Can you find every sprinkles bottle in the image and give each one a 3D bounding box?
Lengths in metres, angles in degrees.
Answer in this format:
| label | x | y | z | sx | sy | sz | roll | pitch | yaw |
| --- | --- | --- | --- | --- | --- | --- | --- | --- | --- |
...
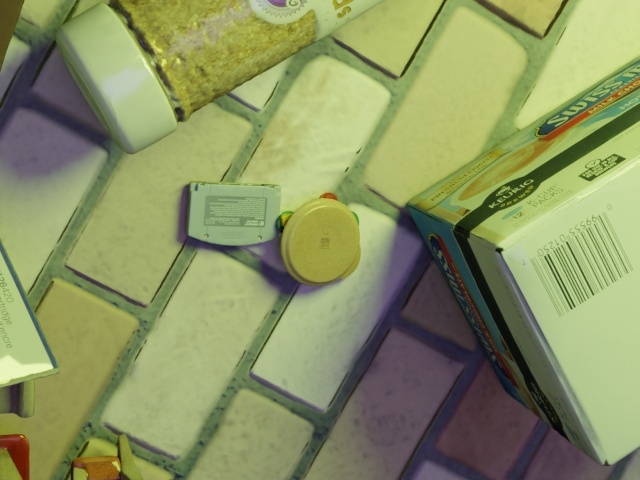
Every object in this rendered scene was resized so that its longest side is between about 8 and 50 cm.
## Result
| label | x | y | z | sx | sy | sz | roll | pitch | yaw |
| --- | --- | --- | --- | --- | --- | --- | --- | --- | --- |
| sprinkles bottle | -0.041 | -0.210 | 1.330 | 0.355 | 0.121 | 0.121 | -32 | 109 | -9 |

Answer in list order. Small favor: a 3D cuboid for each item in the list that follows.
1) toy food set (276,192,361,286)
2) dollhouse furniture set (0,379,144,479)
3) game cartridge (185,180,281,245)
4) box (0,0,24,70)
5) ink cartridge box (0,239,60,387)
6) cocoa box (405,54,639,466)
| label | x | y | z | sx | sy | sz | roll | pitch | yaw |
| --- | --- | --- | --- | --- | --- | --- | --- | --- | --- |
| toy food set | 0.000 | 0.000 | 1.434 | 0.083 | 0.020 | 0.082 | -15 | 109 | -25 |
| dollhouse furniture set | -0.288 | 0.187 | 1.360 | 0.262 | 0.135 | 0.259 | -2 | 114 | -17 |
| game cartridge | -0.077 | -0.023 | 1.416 | 0.083 | 0.017 | 0.056 | 2 | 98 | -17 |
| box | -0.296 | -0.252 | 1.141 | 0.191 | 0.143 | 0.381 | 16 | 96 | -31 |
| ink cartridge box | -0.387 | 0.010 | 1.184 | 0.307 | 0.072 | 0.303 | -9 | 65 | -47 |
| cocoa box | 0.298 | -0.011 | 1.420 | 0.347 | 0.228 | 0.231 | -32 | 109 | -8 |
